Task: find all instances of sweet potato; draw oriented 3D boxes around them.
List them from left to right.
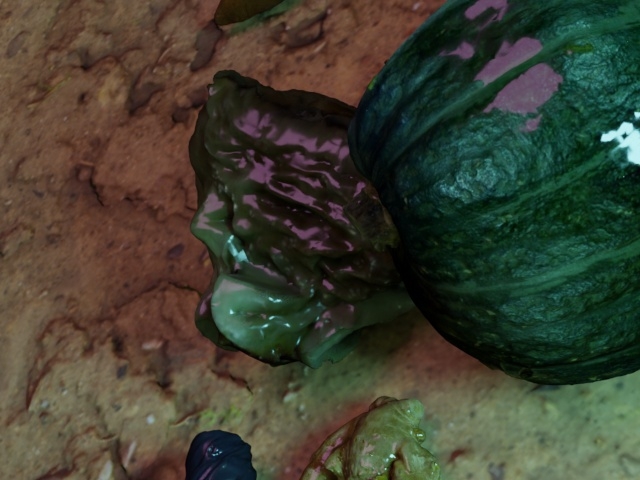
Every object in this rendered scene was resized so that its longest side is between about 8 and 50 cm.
[{"bbox_3d":[-0.020,-0.261,1.730,0.202,0.058,0.055,-26,24,22],"label":"sweet potato"}]

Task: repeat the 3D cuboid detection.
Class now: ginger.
[{"bbox_3d":[0.043,0.185,1.290,0.193,0.052,0.176,-3,60,40],"label":"ginger"}]

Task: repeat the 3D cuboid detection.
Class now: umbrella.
[{"bbox_3d":[-0.067,0.251,1.325,0.071,0.071,0.248,-25,47,22],"label":"umbrella"}]

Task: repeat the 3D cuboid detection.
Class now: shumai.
[{"bbox_3d":[0.001,-0.002,1.426,0.256,0.189,0.218,23,90,32],"label":"shumai"}]

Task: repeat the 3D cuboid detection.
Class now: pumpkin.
[{"bbox_3d":[0.166,-0.022,1.187,0.263,0.293,0.197,-31,55,0],"label":"pumpkin"}]

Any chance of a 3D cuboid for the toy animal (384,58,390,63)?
[{"bbox_3d":[0.126,-0.113,1.324,0.114,0.116,0.255,-32,-3,-7],"label":"toy animal"}]
